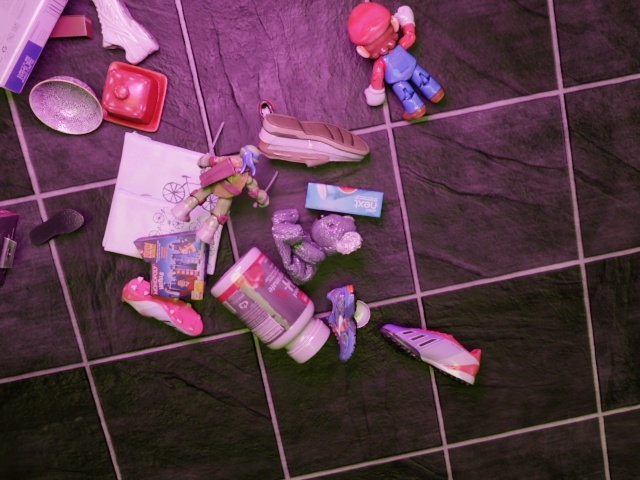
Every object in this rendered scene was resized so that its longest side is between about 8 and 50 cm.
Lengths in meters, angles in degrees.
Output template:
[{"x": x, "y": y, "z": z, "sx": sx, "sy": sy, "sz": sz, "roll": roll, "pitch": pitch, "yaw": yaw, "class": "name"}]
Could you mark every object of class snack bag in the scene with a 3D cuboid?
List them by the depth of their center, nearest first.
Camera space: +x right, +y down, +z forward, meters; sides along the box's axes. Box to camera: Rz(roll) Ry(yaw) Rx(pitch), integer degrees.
[{"x": -0.418, "y": -0.101, "z": 1.324, "sx": 0.323, "sy": 0.037, "sz": 0.342, "roll": 15, "pitch": 97, "yaw": -4, "class": "snack bag"}]

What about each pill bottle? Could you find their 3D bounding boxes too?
[{"x": -0.130, "y": 0.185, "z": 1.306, "sx": 0.176, "sy": 0.176, "sz": 0.318, "roll": -44, "pitch": 98, "yaw": 4, "class": "pill bottle"}]

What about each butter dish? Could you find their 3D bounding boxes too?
[{"x": -0.502, "y": -0.381, "z": 1.239, "sx": 0.160, "sy": 0.118, "sz": 0.160, "roll": 14, "pitch": 97, "yaw": -4, "class": "butter dish"}]

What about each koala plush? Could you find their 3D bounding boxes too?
[{"x": 0.000, "y": 0.000, "z": 1.291, "sx": 0.221, "sy": 0.196, "sz": 0.203, "roll": -19, "pitch": 110, "yaw": 0, "class": "koala plush"}]

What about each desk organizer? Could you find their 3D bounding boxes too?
[{"x": -0.671, "y": -0.556, "z": 1.244, "sx": 0.130, "sy": 0.047, "sz": 0.050, "roll": -4, "pitch": 101, "yaw": -2, "class": "desk organizer"}]

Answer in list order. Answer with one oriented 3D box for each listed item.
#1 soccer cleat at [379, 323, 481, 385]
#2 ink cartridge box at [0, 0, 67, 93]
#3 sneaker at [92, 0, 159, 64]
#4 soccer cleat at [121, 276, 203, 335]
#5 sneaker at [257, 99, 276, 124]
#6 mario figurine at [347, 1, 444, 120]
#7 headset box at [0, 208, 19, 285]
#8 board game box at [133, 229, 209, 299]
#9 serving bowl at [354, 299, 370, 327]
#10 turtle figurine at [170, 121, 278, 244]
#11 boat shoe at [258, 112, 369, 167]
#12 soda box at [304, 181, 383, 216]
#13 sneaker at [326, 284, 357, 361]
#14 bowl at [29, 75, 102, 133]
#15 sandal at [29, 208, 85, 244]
[{"x": 0.323, "y": 0.309, "z": 1.392, "sx": 0.318, "sy": 0.108, "sz": 0.116, "roll": 29, "pitch": 75, "yaw": -4, "class": "soccer cleat"}, {"x": -0.816, "y": -0.588, "z": 1.202, "sx": 0.330, "sy": 0.071, "sz": 0.324, "roll": 33, "pitch": 96, "yaw": 17, "class": "ink cartridge box"}, {"x": -0.539, "y": -0.560, "z": 1.230, "sx": 0.115, "sy": 0.090, "sz": 0.232, "roll": -40, "pitch": 97, "yaw": 7, "class": "sneaker"}, {"x": -0.450, "y": 0.199, "z": 1.354, "sx": 0.248, "sy": 0.083, "sz": 0.095, "roll": 36, "pitch": 126, "yaw": -12, "class": "soccer cleat"}, {"x": -0.134, "y": -0.309, "z": 1.292, "sx": 0.061, "sy": 0.065, "sz": 0.158, "roll": -25, "pitch": 98, "yaw": 1, "class": "sneaker"}, {"x": 0.190, "y": -0.488, "z": 1.276, "sx": 0.320, "sy": 0.170, "sz": 0.198, "roll": 49, "pitch": 57, "yaw": -18, "class": "mario figurine"}, {"x": -0.976, "y": 0.002, "z": 1.276, "sx": 0.293, "sy": 0.110, "sz": 0.218, "roll": 16, "pitch": 97, "yaw": -4, "class": "headset box"}, {"x": -0.409, "y": 0.055, "z": 1.301, "sx": 0.194, "sy": 0.060, "sz": 0.194, "roll": 6, "pitch": 101, "yaw": -3, "class": "board game box"}, {"x": 0.103, "y": 0.214, "z": 1.395, "sx": 0.083, "sy": 0.027, "sz": 0.083, "roll": 0, "pitch": 97, "yaw": -2, "class": "serving bowl"}, {"x": -0.244, "y": -0.134, "z": 1.251, "sx": 0.198, "sy": 0.274, "sz": 0.266, "roll": 40, "pitch": 94, "yaw": -30, "class": "turtle figurine"}, {"x": -0.019, "y": -0.256, "z": 1.282, "sx": 0.302, "sy": 0.113, "sz": 0.103, "roll": 10, "pitch": 129, "yaw": -19, "class": "boat shoe"}, {"x": 0.064, "y": -0.115, "z": 1.328, "sx": 0.210, "sy": 0.067, "sz": 0.071, "roll": 7, "pitch": 98, "yaw": -4, "class": "soda box"}, {"x": 0.060, "y": 0.235, "z": 1.351, "sx": 0.087, "sy": 0.083, "sz": 0.221, "roll": -1, "pitch": 93, "yaw": 11, "class": "sneaker"}, {"x": -0.655, "y": -0.369, "z": 1.239, "sx": 0.170, "sy": 0.170, "sz": 0.080, "roll": -8, "pitch": 55, "yaw": -1, "class": "bowl"}, {"x": -0.729, "y": -0.041, "z": 1.322, "sx": 0.179, "sy": 0.040, "sz": 0.067, "roll": -21, "pitch": 93, "yaw": 15, "class": "sandal"}]
